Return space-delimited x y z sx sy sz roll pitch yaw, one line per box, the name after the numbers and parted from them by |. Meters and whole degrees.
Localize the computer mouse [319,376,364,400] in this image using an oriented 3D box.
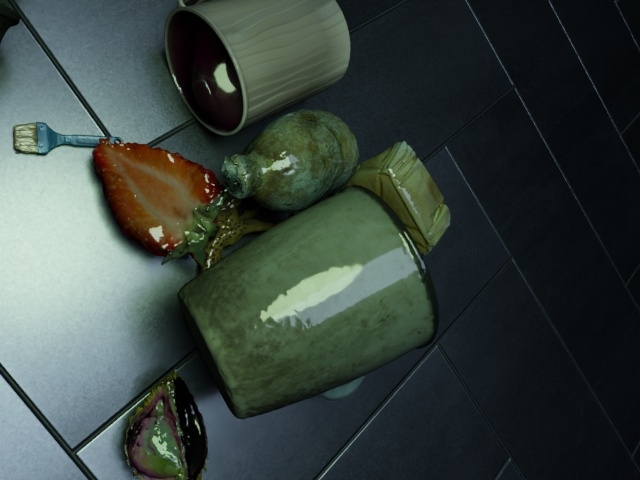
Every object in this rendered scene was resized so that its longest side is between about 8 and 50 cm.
-0.006 0.187 1.039 0.128 0.079 0.230 -26 78 -28 | computer mouse

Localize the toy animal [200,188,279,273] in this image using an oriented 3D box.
-0.162 -0.001 0.989 0.149 0.054 0.275 47 60 -18 | toy animal

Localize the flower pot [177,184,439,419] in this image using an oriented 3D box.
-0.032 0.101 0.878 0.330 0.294 0.293 -23 93 -20 | flower pot

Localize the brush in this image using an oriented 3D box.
-0.401 -0.161 0.898 0.164 0.014 0.051 -2 84 -32 | brush

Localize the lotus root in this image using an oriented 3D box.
-0.037 -0.133 0.962 0.174 0.175 0.349 62 30 -7 | lotus root

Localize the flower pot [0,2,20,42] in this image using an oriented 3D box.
-0.543 -0.249 0.715 0.269 0.269 0.166 6 97 -30 | flower pot

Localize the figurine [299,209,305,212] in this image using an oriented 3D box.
0.000 0.000 1.074 0.086 0.087 0.149 32 61 -64 | figurine

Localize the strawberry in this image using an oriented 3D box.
-0.271 -0.063 0.915 0.228 0.098 0.174 23 87 0 | strawberry

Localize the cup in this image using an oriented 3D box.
-0.130 -0.341 1.007 0.273 0.288 0.208 -32 134 -32 | cup

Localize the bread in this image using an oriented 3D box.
0.141 -0.070 1.101 0.110 0.192 0.209 -40 100 -37 | bread

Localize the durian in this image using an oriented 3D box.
-0.247 0.307 0.875 0.108 0.119 0.186 -16 76 5 | durian
